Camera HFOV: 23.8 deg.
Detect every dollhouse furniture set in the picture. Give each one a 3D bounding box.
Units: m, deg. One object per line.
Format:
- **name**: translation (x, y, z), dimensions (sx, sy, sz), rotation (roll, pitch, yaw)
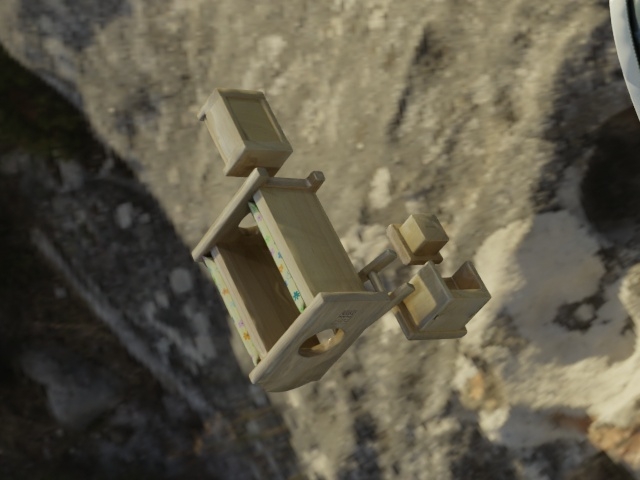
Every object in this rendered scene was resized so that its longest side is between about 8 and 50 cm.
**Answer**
- **dollhouse furniture set**: translation (0.000, 0.000, 1.054), dimensions (0.101, 0.161, 0.182), rotation (-50, 54, 36)

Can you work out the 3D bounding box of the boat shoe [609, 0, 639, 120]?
- **boat shoe**: translation (0.281, -0.038, 0.910), dimensions (0.099, 0.116, 0.319), rotation (-24, 107, 33)
